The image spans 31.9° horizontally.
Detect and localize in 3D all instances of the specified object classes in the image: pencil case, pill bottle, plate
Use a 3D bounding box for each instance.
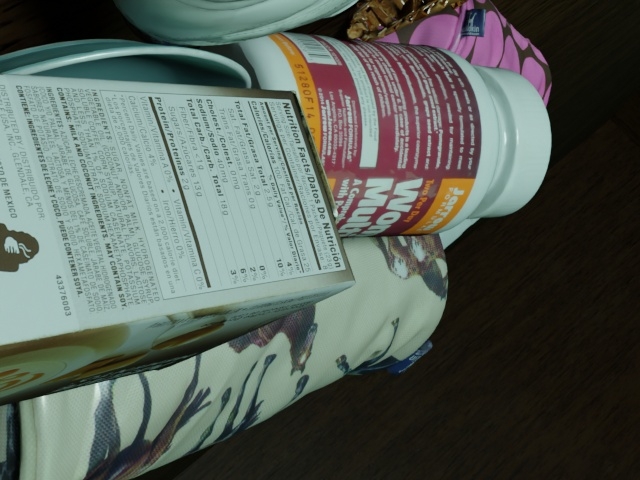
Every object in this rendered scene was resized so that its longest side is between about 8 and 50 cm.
[{"bbox_3d":[-0.083,0.060,0.718,0.410,0.160,0.184,-16,133,-50],"label":"pencil case"},{"bbox_3d":[0.031,-0.062,0.686,0.221,0.121,0.121,-2,146,-37],"label":"pill bottle"},{"bbox_3d":[-0.123,-0.050,0.489,0.188,0.024,0.188,-19,172,-3],"label":"plate"},{"bbox_3d":[0.111,-0.138,0.851,0.209,0.095,0.098,18,91,-63],"label":"pencil case"}]

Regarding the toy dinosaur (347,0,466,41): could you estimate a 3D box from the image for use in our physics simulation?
[{"bbox_3d":[0.152,-0.212,0.686,0.322,0.164,0.218,-61,-167,-17],"label":"toy dinosaur"}]

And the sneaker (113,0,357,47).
[{"bbox_3d":[0.030,-0.182,0.491,0.305,0.114,0.152,-33,180,-21],"label":"sneaker"}]

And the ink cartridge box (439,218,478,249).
[{"bbox_3d":[0.000,0.000,0.970,0.332,0.065,0.165,-38,129,-16],"label":"ink cartridge box"}]

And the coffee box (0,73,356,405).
[{"bbox_3d":[-0.118,0.008,0.444,0.141,0.098,0.246,-24,170,34],"label":"coffee box"}]
